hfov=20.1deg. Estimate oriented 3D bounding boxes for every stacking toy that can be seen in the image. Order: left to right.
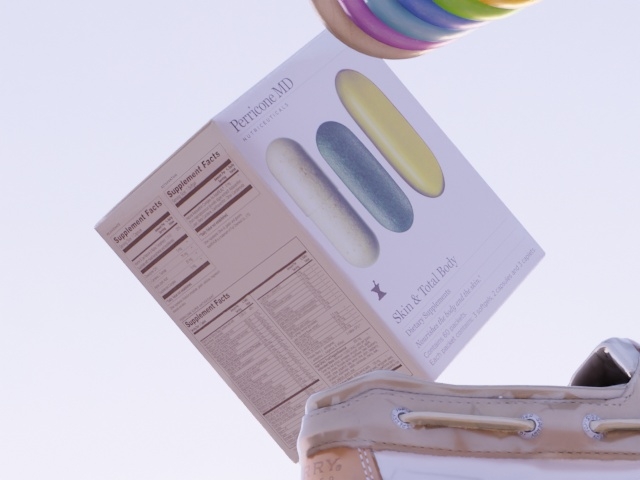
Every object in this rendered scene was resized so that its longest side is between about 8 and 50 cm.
[{"bbox_3d":[0.106,-0.197,1.138,0.141,0.141,0.330,33,-11,-19],"label":"stacking toy"}]

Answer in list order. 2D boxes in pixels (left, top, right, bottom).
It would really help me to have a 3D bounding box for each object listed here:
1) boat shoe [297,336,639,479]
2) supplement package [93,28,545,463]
[{"bbox_3d":[0.136,0.087,0.729,0.302,0.103,0.113,-5,-19,-24],"label":"boat shoe"},{"bbox_3d":[0.000,0.000,1.481,0.263,0.199,0.198,50,-43,-3],"label":"supplement package"}]
